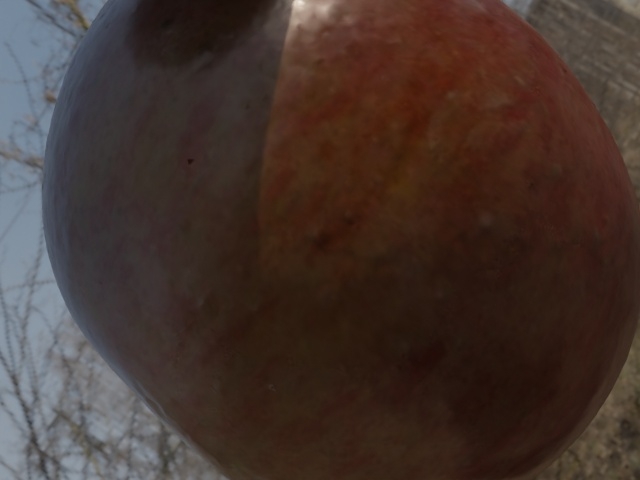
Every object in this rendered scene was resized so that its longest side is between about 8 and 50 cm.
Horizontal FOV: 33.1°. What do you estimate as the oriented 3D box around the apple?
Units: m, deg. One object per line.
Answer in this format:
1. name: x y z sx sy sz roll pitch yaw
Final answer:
1. apple: 0.000 0.000 0.594 0.269 0.344 0.345 -51 -12 -17
